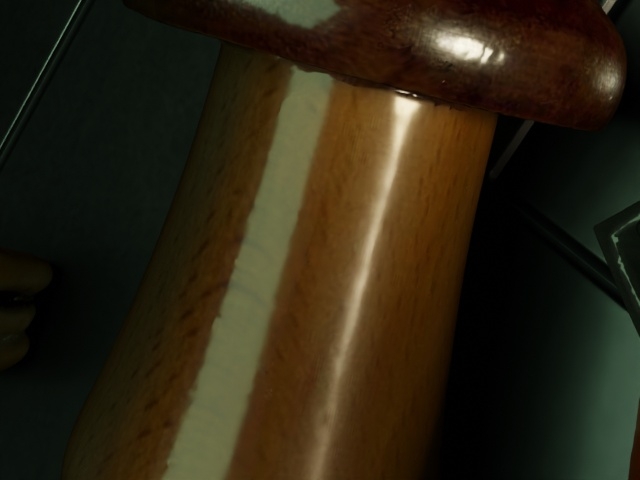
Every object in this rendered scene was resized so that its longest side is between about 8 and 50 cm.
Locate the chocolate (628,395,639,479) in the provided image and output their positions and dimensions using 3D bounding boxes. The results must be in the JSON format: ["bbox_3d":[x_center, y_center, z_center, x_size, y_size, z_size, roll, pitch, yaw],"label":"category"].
[{"bbox_3d":[0.182,0.124,0.343,0.237,0.108,0.234,-17,49,47],"label":"chocolate"}]

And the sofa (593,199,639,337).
[{"bbox_3d":[0.177,-0.001,0.466,0.147,0.060,0.085,-31,68,29],"label":"sofa"}]

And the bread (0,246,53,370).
[{"bbox_3d":[-0.228,0.031,0.666,0.116,0.200,0.077,5,86,24],"label":"bread"}]

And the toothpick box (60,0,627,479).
[{"bbox_3d":[0.000,0.000,0.522,0.192,0.192,0.294,22,104,35],"label":"toothpick box"}]
